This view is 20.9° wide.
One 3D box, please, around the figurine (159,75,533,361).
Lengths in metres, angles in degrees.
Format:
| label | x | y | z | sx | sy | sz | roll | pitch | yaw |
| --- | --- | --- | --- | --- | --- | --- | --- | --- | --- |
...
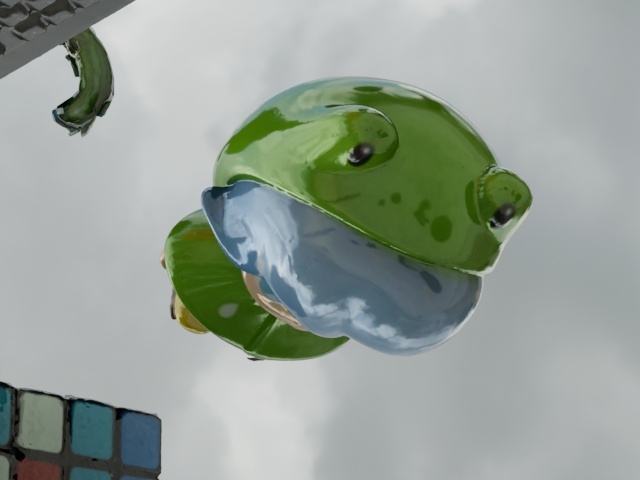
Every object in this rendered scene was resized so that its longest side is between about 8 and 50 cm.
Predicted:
| label | x | y | z | sx | sy | sz | roll | pitch | yaw |
| --- | --- | --- | --- | --- | --- | --- | --- | --- | --- |
| figurine | 0.000 | 0.000 | 0.947 | 0.162 | 0.263 | 0.143 | 27 | -118 | -18 |

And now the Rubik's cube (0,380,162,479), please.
| label | x | y | z | sx | sy | sz | roll | pitch | yaw |
| --- | --- | --- | --- | --- | --- | --- | --- | --- | --- |
| Rubik's cube | -0.197 | 0.173 | 0.997 | 0.151 | 0.155 | 0.154 | 20 | -117 | -48 |

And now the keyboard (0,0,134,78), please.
| label | x | y | z | sx | sy | sz | roll | pitch | yaw |
| --- | --- | --- | --- | --- | --- | --- | --- | --- | --- |
| keyboard | -0.162 | -0.051 | 0.560 | 0.016 | 0.262 | 0.106 | 65 | -171 | 18 |

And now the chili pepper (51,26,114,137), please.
| label | x | y | z | sx | sy | sz | roll | pitch | yaw |
| --- | --- | --- | --- | --- | --- | --- | --- | --- | --- |
| chili pepper | -0.223 | -0.183 | 1.093 | 0.261 | 0.174 | 0.165 | 38 | -152 | -10 |
